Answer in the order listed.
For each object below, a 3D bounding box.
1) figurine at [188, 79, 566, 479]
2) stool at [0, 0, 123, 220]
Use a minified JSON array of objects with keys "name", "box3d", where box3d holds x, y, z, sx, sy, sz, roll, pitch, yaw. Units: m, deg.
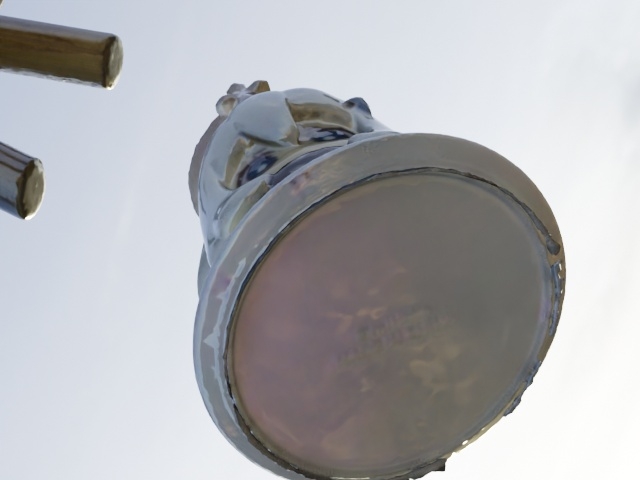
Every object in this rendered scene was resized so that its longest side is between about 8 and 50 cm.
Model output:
[{"name":"figurine","box3d":[0.000,0.000,0.494,0.132,0.153,0.132,-9,-62,-17]},{"name":"stool","box3d":[-0.336,-0.212,1.255,0.310,0.226,0.310,-72,-14,-47]}]
